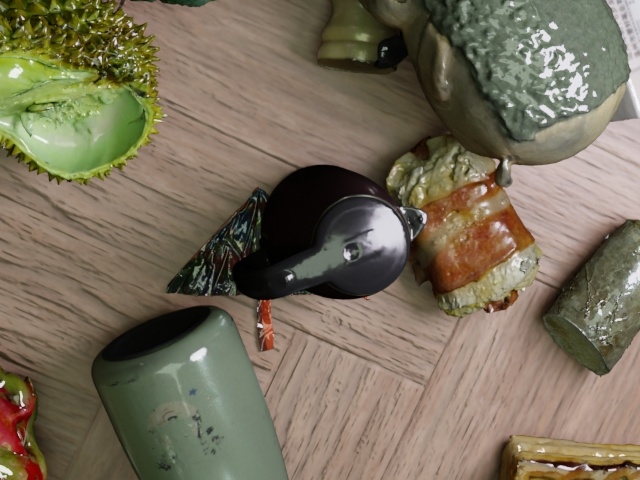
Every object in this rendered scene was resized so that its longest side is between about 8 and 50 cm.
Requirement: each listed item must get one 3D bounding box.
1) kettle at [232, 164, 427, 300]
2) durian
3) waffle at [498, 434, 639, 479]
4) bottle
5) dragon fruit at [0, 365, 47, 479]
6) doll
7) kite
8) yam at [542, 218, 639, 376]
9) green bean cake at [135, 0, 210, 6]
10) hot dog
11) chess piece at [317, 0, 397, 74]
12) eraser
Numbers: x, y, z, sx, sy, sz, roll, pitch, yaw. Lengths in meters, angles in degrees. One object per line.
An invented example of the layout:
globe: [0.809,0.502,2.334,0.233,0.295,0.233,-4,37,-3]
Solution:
kettle: [0.000,0.000,1.803,0.202,0.232,0.144,-17,97,-8]
durian: [-0.280,-0.177,1.776,0.237,0.200,0.176,20,51,-21]
waffle: [0.300,0.386,1.968,0.213,0.091,0.308,4,98,-8]
bottle: [-0.119,0.254,1.870,0.168,0.168,0.347,-21,104,-3]
dragon fruit: [-0.419,0.229,1.804,0.303,0.237,0.231,37,114,-20]
doll: [0.165,-0.239,1.752,0.247,0.247,0.349,-26,101,-2]
kite: [-0.059,0.033,1.920,0.232,0.009,0.189,-2,98,-6]
yam: [0.337,0.056,1.924,0.107,0.107,0.183,39,90,-10]
green bean cake: [-0.136,-0.390,1.713,0.300,0.169,0.307,0,73,-24]
hot dog: [0.159,-0.018,1.897,0.146,0.103,0.213,-20,90,18]
chess piece: [0.050,-0.287,1.859,0.090,0.090,0.200,6,88,-7]
eraser: [0.304,-0.236,1.863,0.068,0.124,0.210,-25,100,-22]
